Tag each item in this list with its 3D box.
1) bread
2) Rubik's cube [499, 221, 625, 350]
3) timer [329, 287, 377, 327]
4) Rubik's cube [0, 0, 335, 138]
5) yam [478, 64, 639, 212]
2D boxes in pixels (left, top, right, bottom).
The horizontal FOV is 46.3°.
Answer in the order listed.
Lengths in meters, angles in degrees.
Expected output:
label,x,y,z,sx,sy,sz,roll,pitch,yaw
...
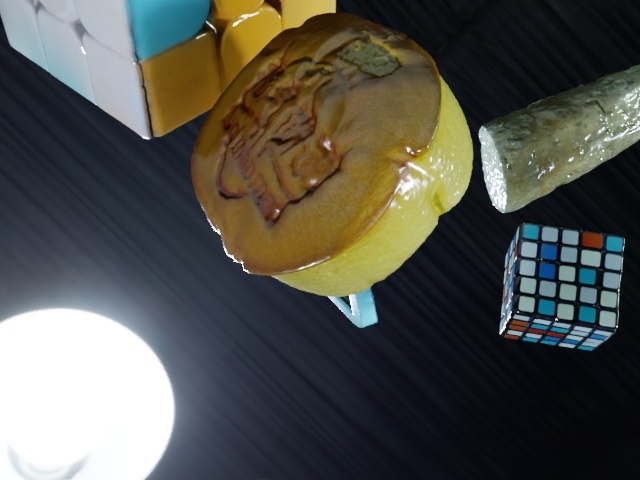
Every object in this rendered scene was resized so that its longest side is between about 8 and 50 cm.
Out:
label,x,y,z,sx,sy,sz,roll,pitch,yaw
bread,0.004,-0.079,0.702,0.270,0.148,0.270,-17,-122,28
Rubik's cube,0.439,0.087,1.384,0.182,0.187,0.184,75,26,-70
timer,0.000,0.000,1.166,0.091,0.232,0.250,-23,-133,-9
Rubik's cube,-0.177,-0.337,0.814,0.292,0.290,0.291,-36,145,-31
yam,0.363,-0.159,1.072,0.330,0.133,0.133,-27,-178,-13
